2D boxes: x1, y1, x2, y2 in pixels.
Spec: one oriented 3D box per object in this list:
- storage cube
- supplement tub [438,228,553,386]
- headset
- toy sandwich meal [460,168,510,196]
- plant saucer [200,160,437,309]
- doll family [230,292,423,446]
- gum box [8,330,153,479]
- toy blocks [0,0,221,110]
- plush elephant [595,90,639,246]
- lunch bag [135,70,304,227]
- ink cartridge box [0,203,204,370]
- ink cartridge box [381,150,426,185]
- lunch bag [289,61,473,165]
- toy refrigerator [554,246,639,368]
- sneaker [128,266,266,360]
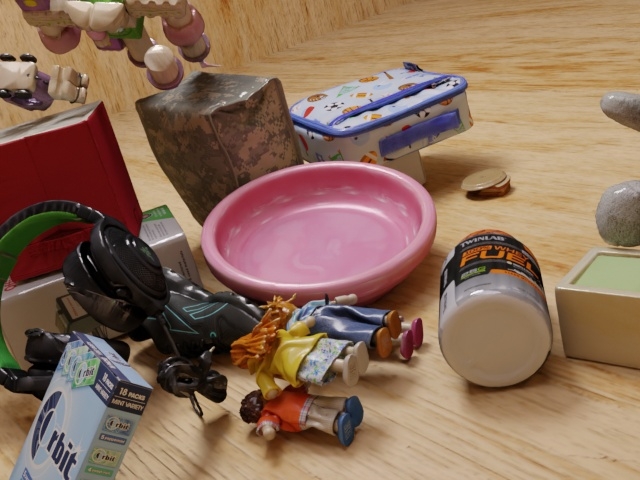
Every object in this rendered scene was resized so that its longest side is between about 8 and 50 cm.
[{"bbox_3d":[-0.383,-0.079,1.222,0.183,0.193,0.215,-16,18,-2],"label":"storage cube"},{"bbox_3d":[0.189,0.065,0.916,0.116,0.117,0.190,-10,22,13],"label":"supplement tub"},{"bbox_3d":[-0.279,0.094,0.991,0.394,0.244,0.185,24,-4,22],"label":"headset"},{"bbox_3d":[0.275,-0.093,1.376,0.085,0.029,0.086,-18,19,7],"label":"toy sandwich meal"},{"bbox_3d":[0.000,0.000,1.182,0.331,0.084,0.332,-5,34,4],"label":"plant saucer"},{"bbox_3d":[-0.004,0.110,0.930,0.163,0.119,0.263,2,25,31],"label":"doll family"},{"bbox_3d":[-0.243,0.201,0.820,0.041,0.185,0.157,23,-2,-33],"label":"gum box"},{"bbox_3d":[-0.319,-0.319,1.309,0.288,0.309,0.260,3,-13,2],"label":"toy blocks"},{"bbox_3d":[0.463,-0.131,0.997,0.329,0.272,0.255,10,18,-17],"label":"plush elephant"},{"bbox_3d":[-0.147,-0.124,1.392,0.169,0.287,0.235,-35,32,-31],"label":"lunch bag"},{"bbox_3d":[-0.343,0.063,1.279,0.289,0.122,0.211,-20,20,-12],"label":"ink cartridge box"},{"bbox_3d":[0.089,-0.138,1.543,0.139,0.082,0.190,-21,21,-14],"label":"ink cartridge box"},{"bbox_3d":[0.113,-0.219,1.465,0.303,0.115,0.243,-25,27,-22],"label":"lunch bag"},{"bbox_3d":[0.377,0.070,0.807,0.269,0.094,0.102,6,30,43],"label":"toy refrigerator"},{"bbox_3d":[-0.149,0.118,1.089,0.267,0.101,0.106,14,66,39],"label":"sneaker"}]
